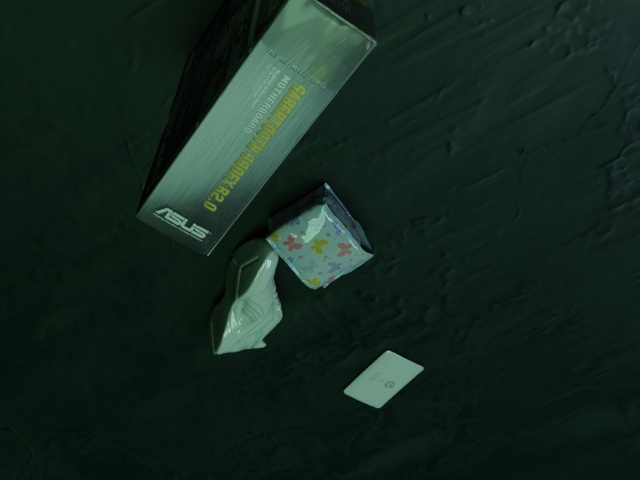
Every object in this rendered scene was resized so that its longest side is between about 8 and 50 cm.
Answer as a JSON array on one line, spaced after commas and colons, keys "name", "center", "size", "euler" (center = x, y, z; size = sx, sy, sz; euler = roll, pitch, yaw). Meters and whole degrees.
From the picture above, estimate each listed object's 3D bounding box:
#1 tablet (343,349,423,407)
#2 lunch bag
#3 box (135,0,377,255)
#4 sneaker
[{"name": "tablet", "center": [0.071, 0.157, 0.965], "size": [0.054, 0.006, 0.083], "euler": [28, 123, -23]}, {"name": "lunch bag", "center": [0.000, 0.000, 0.804], "size": [0.071, 0.053, 0.083], "euler": [-32, 114, 19]}, {"name": "box", "center": [-0.040, -0.127, 0.582], "size": [0.056, 0.231, 0.183], "euler": [30, 121, -20]}, {"name": "sneaker", "center": [-0.065, 0.055, 0.852], "size": [0.061, 0.054, 0.152], "euler": [4, 134, -25]}]
